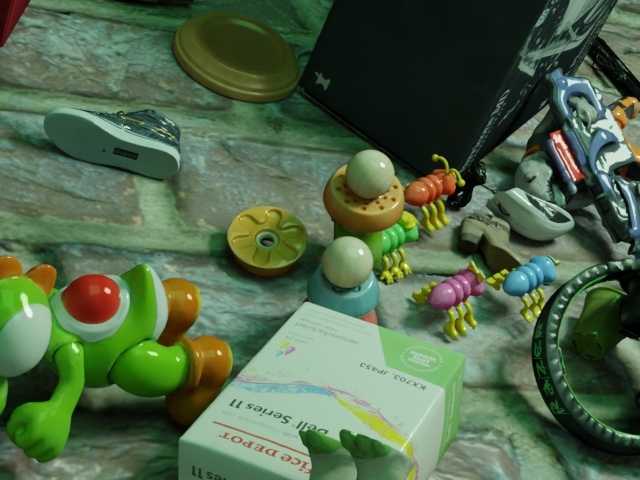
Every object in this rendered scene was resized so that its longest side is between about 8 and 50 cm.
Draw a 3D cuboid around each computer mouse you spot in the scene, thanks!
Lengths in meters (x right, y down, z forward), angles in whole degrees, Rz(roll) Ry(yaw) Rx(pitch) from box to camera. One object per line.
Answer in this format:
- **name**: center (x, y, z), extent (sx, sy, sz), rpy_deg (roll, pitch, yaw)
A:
- **computer mouse**: center (0.275, -0.043, 1.948), extent (0.193, 0.106, 0.042), rpy_deg (25, 58, -14)

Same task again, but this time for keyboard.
- **keyboard**: center (0.521, -0.304, 2.441), extent (0.100, 0.038, 0.192), rpy_deg (21, 30, -46)

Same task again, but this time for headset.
- **headset**: center (0.453, 0.148, 1.762), extent (0.394, 0.185, 0.243), rpy_deg (-5, 74, -14)

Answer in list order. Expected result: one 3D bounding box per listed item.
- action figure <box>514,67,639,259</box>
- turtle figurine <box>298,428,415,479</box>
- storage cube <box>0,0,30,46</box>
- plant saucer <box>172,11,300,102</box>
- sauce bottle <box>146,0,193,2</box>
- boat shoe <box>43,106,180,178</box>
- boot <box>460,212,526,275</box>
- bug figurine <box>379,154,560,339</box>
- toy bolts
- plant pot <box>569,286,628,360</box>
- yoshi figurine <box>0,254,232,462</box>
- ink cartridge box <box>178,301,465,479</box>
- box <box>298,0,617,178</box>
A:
- **action figure**: center (0.437, -0.087, 2.073), extent (0.330, 0.178, 0.341), rpy_deg (-10, 75, -28)
- **turtle figurine**: center (-0.046, 0.283, 1.168), extent (0.275, 0.198, 0.266), rpy_deg (18, 73, 10)
- **storage cube**: center (-0.478, -0.413, 1.872), extent (0.184, 0.193, 0.215), rpy_deg (20, 39, -7)
- **plant saucer**: center (-0.121, -0.281, 2.043), extent (0.200, 0.037, 0.200), rpy_deg (16, 38, -13)
- **sauce bottle**: center (-0.253, -0.384, 2.086), extent (0.128, 0.042, 0.042), rpy_deg (0, 44, -29)
- **boat shoe**: center (-0.269, -0.142, 1.780), extent (0.183, 0.065, 0.083), rpy_deg (20, 36, -18)
- **boot**: center (0.249, 0.002, 1.911), extent (0.118, 0.042, 0.087), rpy_deg (31, 36, 7)
- **bug figurine**: center (0.176, 0.009, 1.811), extent (0.216, 0.072, 0.279), rpy_deg (-30, 61, -34)
- **toy bolts**: center (0.000, 0.000, 1.652), extent (0.218, 0.158, 0.228), rpy_deg (1, 51, -7)
- **plant pot**: center (0.373, 0.117, 1.823), extent (0.083, 0.083, 0.079), rpy_deg (35, 50, 13)
- **yoshi figurine**: center (-0.285, 0.125, 1.408), extent (0.362, 0.203, 0.203), rpy_deg (9, 79, -42)
- **ink cartridge box**: center (-0.009, 0.222, 1.406), extent (0.207, 0.119, 0.353), rpy_deg (17, 35, 19)
- **box**: center (0.269, -0.407, 2.044), extent (0.297, 0.480, 0.472), rpy_deg (37, 39, 14)
